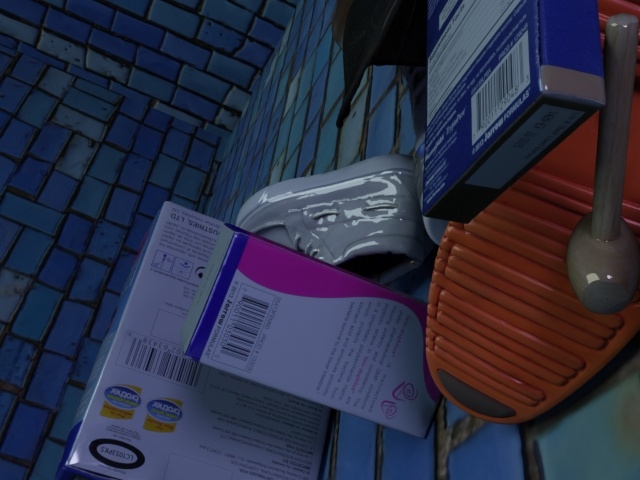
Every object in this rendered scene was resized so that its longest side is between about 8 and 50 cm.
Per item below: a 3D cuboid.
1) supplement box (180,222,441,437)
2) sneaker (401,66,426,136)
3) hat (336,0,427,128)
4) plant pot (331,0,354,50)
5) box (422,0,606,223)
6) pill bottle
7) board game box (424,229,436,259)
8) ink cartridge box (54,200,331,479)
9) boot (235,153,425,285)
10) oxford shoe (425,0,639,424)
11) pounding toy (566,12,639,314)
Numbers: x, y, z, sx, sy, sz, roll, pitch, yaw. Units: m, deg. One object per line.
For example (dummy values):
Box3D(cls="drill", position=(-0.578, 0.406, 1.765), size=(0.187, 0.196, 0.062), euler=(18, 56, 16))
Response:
Box3D(cls="supplement box", position=(0.000, 0.077, 0.673), size=(0.111, 0.220, 0.114), euler=(-68, 13, 0))
Box3D(cls="sneaker", position=(0.114, -0.222, 0.884), size=(0.106, 0.123, 0.290), euler=(-50, 24, 46))
Box3D(cls="hat", position=(0.115, -0.256, 0.734), size=(0.331, 0.134, 0.331), euler=(-166, 90, -83))
Box3D(cls="plant pot", position=(0.094, -0.343, 1.079), size=(0.165, 0.167, 0.167), euler=(127, 160, -66))
Box3D(cls="box", position=(0.094, -0.138, 0.409), size=(0.136, 0.036, 0.225), euler=(125, 150, -65))
Box3D(cls="pill bottle", position=(0.126, -0.058, 0.696), size=(0.078, 0.078, 0.137), euler=(-59, 18, 31))
Box3D(cls="board game box", position=(0.115, -0.031, 0.808), size=(0.090, 0.020, 0.090), euler=(-57, 19, 32))
Box3D(cls="ink cartridge box", position=(-0.134, 0.186, 0.891), size=(0.151, 0.270, 0.395), euler=(130, 157, -54))
Box3D(cls="boot", position=(0.000, 0.000, 0.816), size=(0.258, 0.095, 0.123), euler=(-18, 51, 37))
Box3D(cls="oxford shoe", position=(0.177, -0.040, 0.487), size=(0.132, 0.130, 0.364), euler=(-29, -36, -59))
Box3D(cls="pounding toy", position=(0.183, -0.017, 0.283), size=(0.269, 0.155, 0.154), euler=(-51, 18, 48))
